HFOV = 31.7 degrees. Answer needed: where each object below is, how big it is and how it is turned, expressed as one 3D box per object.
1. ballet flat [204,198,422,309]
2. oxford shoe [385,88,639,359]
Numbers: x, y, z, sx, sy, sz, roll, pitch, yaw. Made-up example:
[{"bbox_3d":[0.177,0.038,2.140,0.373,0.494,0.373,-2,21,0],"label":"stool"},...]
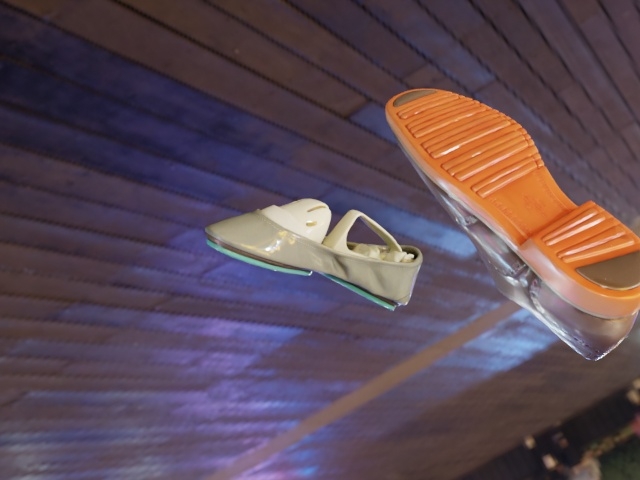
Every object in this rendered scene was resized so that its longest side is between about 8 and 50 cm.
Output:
[{"bbox_3d":[0.000,0.000,0.917,0.213,0.072,0.068,20,97,-39],"label":"ballet flat"},{"bbox_3d":[0.182,-0.022,1.167,0.130,0.364,0.133,-21,143,-25],"label":"oxford shoe"}]
